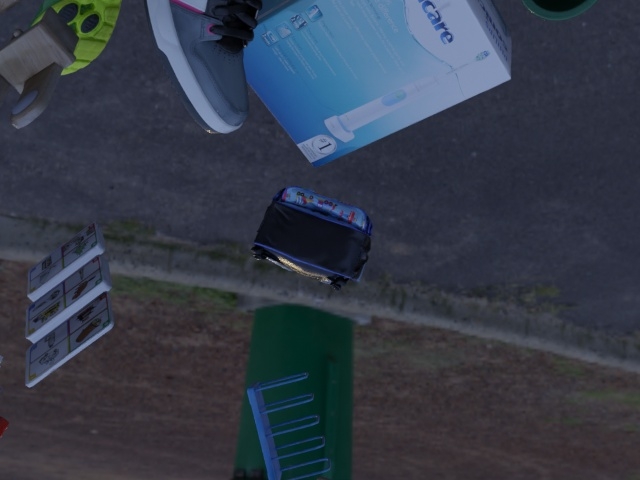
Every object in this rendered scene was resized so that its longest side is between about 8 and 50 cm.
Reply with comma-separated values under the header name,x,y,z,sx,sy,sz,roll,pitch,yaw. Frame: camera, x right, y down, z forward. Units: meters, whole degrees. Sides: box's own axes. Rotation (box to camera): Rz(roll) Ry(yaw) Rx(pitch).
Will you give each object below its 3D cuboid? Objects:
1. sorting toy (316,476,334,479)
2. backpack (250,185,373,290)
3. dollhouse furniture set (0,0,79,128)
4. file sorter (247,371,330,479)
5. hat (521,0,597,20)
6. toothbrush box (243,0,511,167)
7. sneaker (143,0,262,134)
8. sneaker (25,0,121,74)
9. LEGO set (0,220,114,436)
name,x,y,z,sx,sy,sz,roll,pitch,yaw
sorting toy,0.029,0.459,1.118,0.307,0.228,0.041,1,-179,45
backpack,0.000,0.000,1.131,0.158,0.116,0.173,20,178,11
dollhouse furniture set,-0.475,-0.220,0.755,0.303,0.173,0.355,-25,128,19
file sorter,-0.053,0.321,1.361,0.105,0.170,0.118,-15,175,-2
hat,0.499,-0.561,1.634,0.209,0.183,0.173,-30,105,34
toothbrush box,0.062,-0.254,0.994,0.296,0.126,0.216,-22,124,30
sneaker,-0.073,-0.264,0.768,0.179,0.295,0.124,-11,-172,23
sneaker,-0.361,-0.381,1.202,0.109,0.295,0.123,30,-174,-41
LEGO set,-0.258,0.106,0.631,0.244,0.182,0.060,-37,121,0
